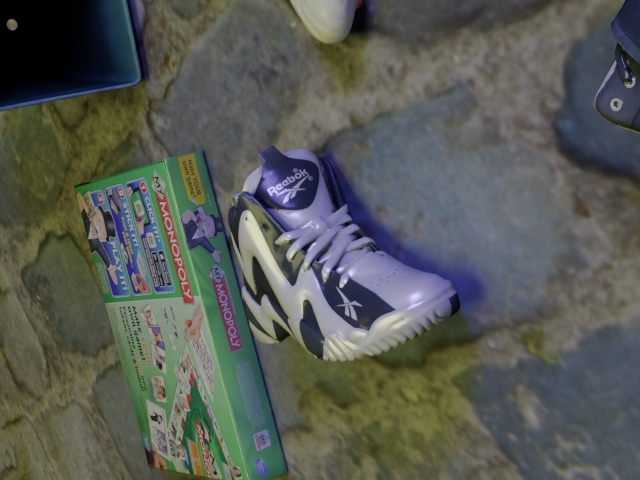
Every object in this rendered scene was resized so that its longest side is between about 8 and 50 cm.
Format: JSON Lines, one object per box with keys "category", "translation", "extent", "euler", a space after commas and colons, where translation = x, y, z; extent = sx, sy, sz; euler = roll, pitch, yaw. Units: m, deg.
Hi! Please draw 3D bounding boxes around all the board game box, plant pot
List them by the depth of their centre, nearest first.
{"category": "board game box", "translation": [-0.147, 0.082, 1.098], "extent": [0.213, 0.046, 0.317], "euler": [-7, 98, 53]}
{"category": "plant pot", "translation": [-0.312, -0.220, 1.099], "extent": [0.234, 0.165, 0.166], "euler": [9, 112, 60]}

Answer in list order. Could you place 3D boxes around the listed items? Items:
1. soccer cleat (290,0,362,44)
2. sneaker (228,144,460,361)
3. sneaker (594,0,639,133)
{"category": "soccer cleat", "translation": [-0.028, -0.233, 0.776], "extent": [0.068, 0.076, 0.196], "euler": [-8, 98, 54]}
{"category": "sneaker", "translation": [0.000, 0.000, 0.823], "extent": [0.235, 0.094, 0.153], "euler": [3, 116, 63]}
{"category": "sneaker", "translation": [0.154, -0.149, 0.531], "extent": [0.226, 0.086, 0.163], "euler": [43, 138, 11]}
